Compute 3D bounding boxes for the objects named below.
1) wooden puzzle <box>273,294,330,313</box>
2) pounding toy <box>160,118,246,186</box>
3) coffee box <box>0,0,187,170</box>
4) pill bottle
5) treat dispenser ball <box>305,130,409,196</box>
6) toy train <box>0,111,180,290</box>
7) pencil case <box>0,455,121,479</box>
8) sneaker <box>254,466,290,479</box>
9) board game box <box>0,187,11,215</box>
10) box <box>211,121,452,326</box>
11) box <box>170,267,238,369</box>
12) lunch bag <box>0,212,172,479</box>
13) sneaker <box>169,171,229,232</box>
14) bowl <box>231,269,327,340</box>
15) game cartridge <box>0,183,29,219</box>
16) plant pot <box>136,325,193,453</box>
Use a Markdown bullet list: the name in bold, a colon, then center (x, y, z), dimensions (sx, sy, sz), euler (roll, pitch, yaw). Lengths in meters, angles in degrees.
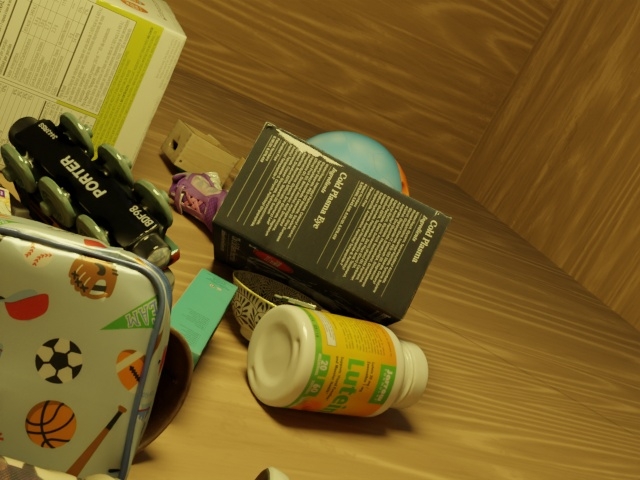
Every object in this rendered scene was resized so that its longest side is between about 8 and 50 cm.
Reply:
- **wooden puzzle**: center (-0.027, 0.092, 1.167), dimensions (0.083, 0.006, 0.049), euler (17, -10, 9)
- **pounding toy**: center (-0.260, -0.186, 1.904), dimensions (0.206, 0.094, 0.181), euler (29, 8, -33)
- **coffee box**: center (-0.476, -0.315, 1.480), dimensions (0.334, 0.338, 0.337), euler (20, 18, -25)
- **pill bottle**: center (0.032, 0.176, 1.157), dimensions (0.246, 0.136, 0.136), euler (15, 20, -37)
- **treat dispenser ball**: center (0.040, -0.081, 1.697), dimensions (0.288, 0.288, 0.288), euler (26, 16, -8)
- **toy train**: center (-0.325, -0.042, 1.171), dimensions (0.334, 0.190, 0.142), euler (39, 60, 23)
- **pencil case**: center (-0.339, 0.179, 0.507), dimensions (0.410, 0.183, 0.160), euler (21, 45, -21)
- **sneaker**: center (-0.031, 0.322, 0.698), dimensions (0.123, 0.106, 0.290), euler (34, 21, -16)
- **board game box**: center (-0.378, 0.040, 0.889), dimensions (0.045, 0.146, 0.193), euler (19, 18, -31)
- **box**: center (0.000, 0.000, 1.341), dimensions (0.313, 0.179, 0.343), euler (27, -12, -1)
- **box**: center (-0.172, 0.124, 1.050), dimensions (0.060, 0.100, 0.244), euler (28, 16, -3)
- **lunch bag**: center (-0.286, 0.098, 0.676), dimensions (0.303, 0.243, 0.115), euler (14, 0, -9)
- **sneaker**: center (-0.236, -0.075, 1.602), dimensions (0.105, 0.095, 0.236), euler (12, 17, -27)
- **bowl**: center (-0.072, 0.119, 1.250), dimensions (0.170, 0.080, 0.170), euler (25, 7, -3)
- **game cartridge**: center (-0.595, -0.082, 1.074), dimensions (0.230, 0.068, 0.355), euler (33, 16, 30)
- **plant pot**: center (-0.247, 0.120, 0.854), dimensions (0.167, 0.167, 0.165), euler (10, 17, -48)
